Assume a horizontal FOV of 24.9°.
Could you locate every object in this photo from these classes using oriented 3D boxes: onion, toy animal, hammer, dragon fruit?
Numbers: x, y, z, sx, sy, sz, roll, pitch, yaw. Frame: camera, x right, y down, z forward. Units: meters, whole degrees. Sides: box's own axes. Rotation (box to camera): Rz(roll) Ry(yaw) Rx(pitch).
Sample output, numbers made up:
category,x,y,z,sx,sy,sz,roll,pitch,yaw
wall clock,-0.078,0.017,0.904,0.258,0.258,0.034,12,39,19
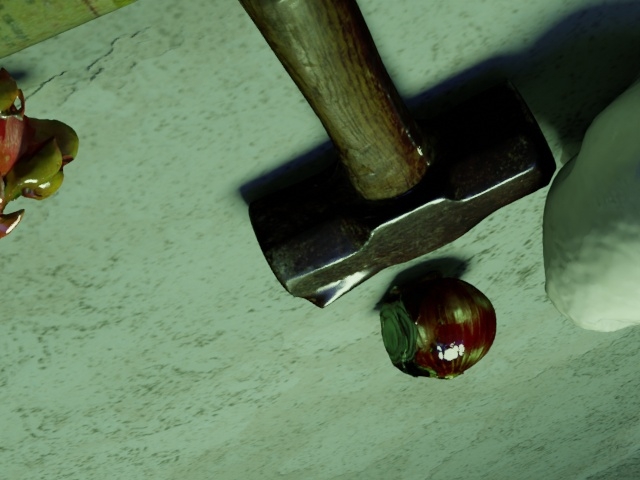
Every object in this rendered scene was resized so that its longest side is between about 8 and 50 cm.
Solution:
category,x,y,z,sx,sy,sz,roll,pitch,yaw
onion,0.123,0.084,1.469,0.118,0.119,0.117,-15,-172,-18
toy animal,0.271,-0.020,1.192,0.265,0.206,0.272,-38,147,-55
hammer,0.025,-0.091,1.033,0.242,0.095,0.409,-26,154,6
dragon fruit,-0.219,-0.057,0.842,0.133,0.150,0.207,-4,177,35

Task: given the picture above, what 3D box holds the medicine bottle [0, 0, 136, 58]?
category,x,y,z,sx,sy,sz,roll,pitch,yaw
medicine bottle,-0.152,-0.160,0.644,0.322,0.151,0.151,-23,156,0
